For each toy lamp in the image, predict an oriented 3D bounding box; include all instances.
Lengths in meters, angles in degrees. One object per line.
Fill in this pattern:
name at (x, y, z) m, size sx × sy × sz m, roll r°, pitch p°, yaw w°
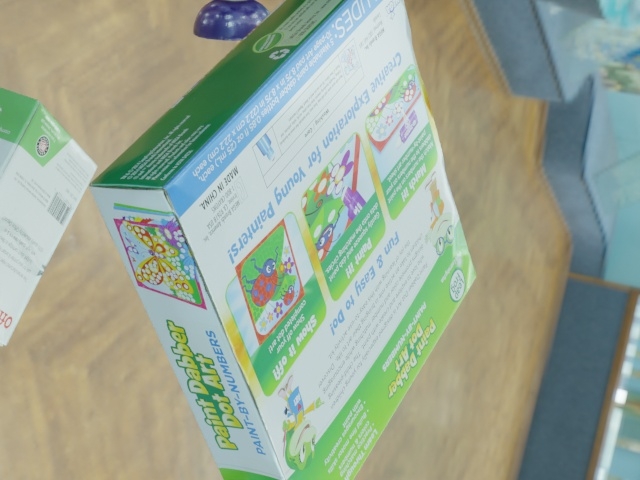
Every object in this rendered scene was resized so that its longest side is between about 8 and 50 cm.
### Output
toy lamp at (-0.067, -0.303, 0.921) m, size 0.080 × 0.080 × 0.274 m, roll -37°, pitch 132°, yaw -58°

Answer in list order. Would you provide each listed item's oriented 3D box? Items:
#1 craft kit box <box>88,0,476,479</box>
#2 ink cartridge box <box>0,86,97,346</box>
craft kit box at (0.000, 0.000, 0.668) m, size 0.250 × 0.061 × 0.246 m, roll -51°, pitch 132°, yaw -42°
ink cartridge box at (-0.332, -0.024, 1.140) m, size 0.219 × 0.093 × 0.160 m, roll -65°, pitch 162°, yaw -15°
